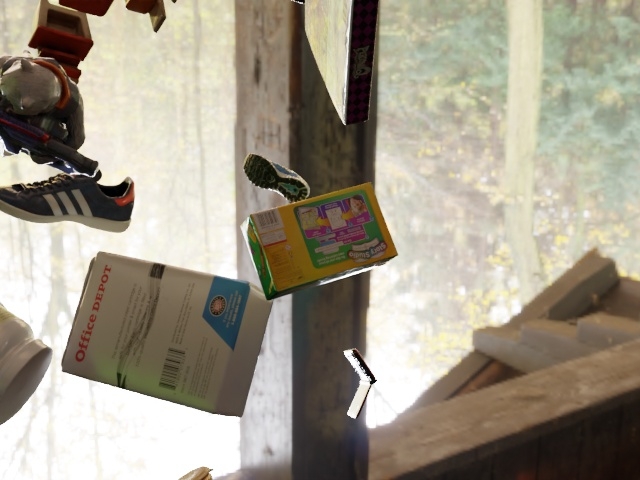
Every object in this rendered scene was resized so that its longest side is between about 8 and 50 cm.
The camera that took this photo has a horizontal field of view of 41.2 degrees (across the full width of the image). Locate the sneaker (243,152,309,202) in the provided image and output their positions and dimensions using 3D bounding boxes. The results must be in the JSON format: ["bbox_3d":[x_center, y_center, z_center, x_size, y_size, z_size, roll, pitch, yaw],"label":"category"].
[{"bbox_3d":[-0.094,-0.134,1.834,0.162,0.063,0.073,33,-164,6],"label":"sneaker"}]

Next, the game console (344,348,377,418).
[{"bbox_3d":[0.068,0.306,1.840,0.085,0.124,0.144,-34,176,-10],"label":"game console"}]

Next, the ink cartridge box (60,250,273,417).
[{"bbox_3d":[-0.340,0.206,1.897,0.394,0.286,0.166,11,169,20],"label":"ink cartridge box"}]

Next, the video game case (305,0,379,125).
[{"bbox_3d":[0.023,-0.308,1.140,0.041,0.232,0.210,-13,-126,-10],"label":"video game case"}]

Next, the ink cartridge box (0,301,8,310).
[{"bbox_3d":[-0.917,0.219,2.246,0.121,0.211,0.289,-39,-174,-5],"label":"ink cartridge box"}]

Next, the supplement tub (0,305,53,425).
[{"bbox_3d":[-0.770,0.229,1.831,0.324,0.235,0.235,31,-160,5],"label":"supplement tub"}]

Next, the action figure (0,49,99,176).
[{"bbox_3d":[-0.485,-0.236,1.291,0.341,0.179,0.330,26,174,-29],"label":"action figure"}]

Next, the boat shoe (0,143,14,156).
[{"bbox_3d":[-0.661,-0.317,1.957,0.158,0.127,0.340,-20,168,-30],"label":"boat shoe"}]

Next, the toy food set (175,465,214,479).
[{"bbox_3d":[-0.198,0.367,1.283,0.083,0.020,0.082,-31,-177,-2],"label":"toy food set"}]

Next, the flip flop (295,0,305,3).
[{"bbox_3d":[-0.088,-0.495,1.390,0.277,0.112,0.080,36,-149,9],"label":"flip flop"}]

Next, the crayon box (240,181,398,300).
[{"bbox_3d":[0.000,0.000,1.714,0.278,0.165,0.081,-16,169,-23],"label":"crayon box"}]

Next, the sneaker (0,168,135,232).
[{"bbox_3d":[-0.593,-0.120,1.972,0.350,0.148,0.131,7,-158,-39],"label":"sneaker"}]

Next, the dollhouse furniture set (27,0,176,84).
[{"bbox_3d":[-0.386,-0.393,1.397,0.262,0.135,0.259,9,144,-35],"label":"dollhouse furniture set"}]
